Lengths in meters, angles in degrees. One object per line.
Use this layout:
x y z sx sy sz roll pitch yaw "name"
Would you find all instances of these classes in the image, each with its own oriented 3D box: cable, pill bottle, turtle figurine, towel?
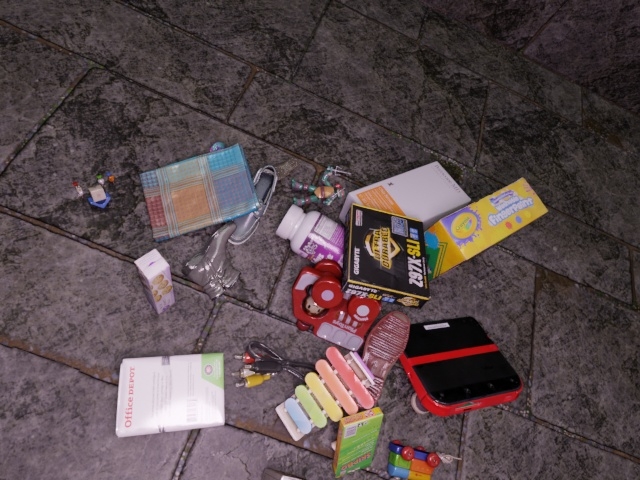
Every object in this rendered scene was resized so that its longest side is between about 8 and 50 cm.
-0.138 0.403 1.342 0.287 0.072 0.139 12 46 -26 "cable"
0.000 0.000 1.484 0.302 0.169 0.169 30 61 -3 "pill bottle"
0.010 -0.186 1.600 0.234 0.118 0.175 -6 54 -5 "turtle figurine"
-0.413 -0.169 1.434 0.370 0.040 0.271 -18 72 -6 "towel"

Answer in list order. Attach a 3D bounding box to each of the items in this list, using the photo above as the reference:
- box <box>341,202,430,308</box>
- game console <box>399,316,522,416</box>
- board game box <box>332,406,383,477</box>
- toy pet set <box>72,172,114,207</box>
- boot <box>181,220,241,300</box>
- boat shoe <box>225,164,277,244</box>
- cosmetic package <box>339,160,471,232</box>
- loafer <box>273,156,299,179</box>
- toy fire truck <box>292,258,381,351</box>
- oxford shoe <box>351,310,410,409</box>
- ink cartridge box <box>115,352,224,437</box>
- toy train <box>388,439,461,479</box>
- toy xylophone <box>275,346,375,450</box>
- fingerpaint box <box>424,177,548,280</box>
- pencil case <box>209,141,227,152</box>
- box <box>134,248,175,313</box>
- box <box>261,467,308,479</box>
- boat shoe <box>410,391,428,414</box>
0.204 0.043 1.326 0.257 0.079 0.321 15 48 -9 "box"
0.465 0.419 1.452 0.387 0.060 0.342 -2 37 -21 "game console"
0.106 0.602 1.237 0.124 0.259 0.039 -8 31 -21 "board game box"
-0.733 -0.160 1.385 0.122 0.065 0.114 -25 42 -29 "toy pet set"
-0.323 0.068 1.394 0.161 0.083 0.246 40 76 -3 "boot"
-0.244 -0.135 1.491 0.116 0.099 0.319 29 69 -8 "boat shoe"
0.329 -0.124 1.633 0.454 0.161 0.230 -23 65 -26 "cosmetic package"
-0.148 -0.268 1.622 0.148 0.050 0.056 -29 88 -11 "loafer"
0.042 0.222 1.375 0.302 0.253 0.169 24 20 -9 "toy fire truck"
0.189 0.395 1.399 0.123 0.130 0.348 29 66 13 "oxford shoe"
-0.416 0.433 1.184 0.273 0.115 0.198 2 66 -18 "ink cartridge box"
0.327 0.734 1.315 0.248 0.105 0.143 19 73 -10 "toy train"
0.039 0.482 1.256 0.236 0.081 0.322 45 97 16 "toy xylophone"
0.539 -0.013 1.557 0.445 0.371 0.163 -25 77 -27 "fingerpaint box"
-0.356 -0.286 1.550 0.070 0.064 0.151 -18 73 -41 "pencil case"
-0.462 0.125 1.185 0.067 0.324 0.063 -37 79 -29 "box"
-0.089 0.705 1.106 0.127 0.232 0.148 21 63 -9 "box"
0.441 0.504 1.452 0.285 0.092 0.102 -23 76 -26 "boat shoe"
